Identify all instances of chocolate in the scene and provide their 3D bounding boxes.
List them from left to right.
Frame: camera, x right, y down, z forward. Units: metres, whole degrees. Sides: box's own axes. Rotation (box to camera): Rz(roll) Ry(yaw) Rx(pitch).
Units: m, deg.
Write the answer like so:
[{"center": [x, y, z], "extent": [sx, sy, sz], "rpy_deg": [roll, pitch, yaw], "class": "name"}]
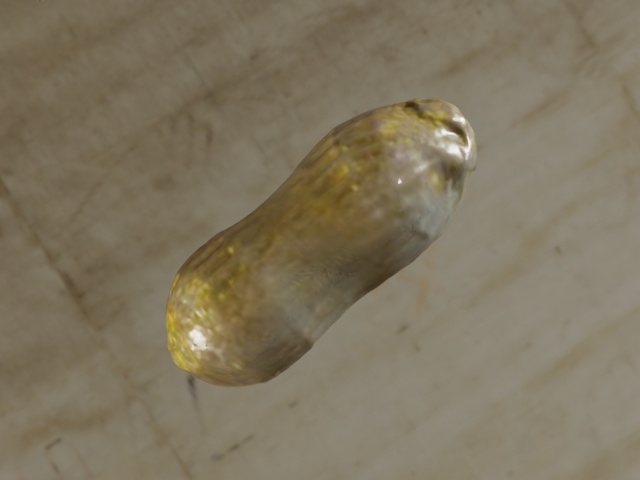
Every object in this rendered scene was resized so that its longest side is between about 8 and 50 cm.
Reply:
[{"center": [0.000, 0.000, 1.117], "extent": [0.309, 0.134, 0.134], "rpy_deg": [-41, 2, -5], "class": "chocolate"}]
